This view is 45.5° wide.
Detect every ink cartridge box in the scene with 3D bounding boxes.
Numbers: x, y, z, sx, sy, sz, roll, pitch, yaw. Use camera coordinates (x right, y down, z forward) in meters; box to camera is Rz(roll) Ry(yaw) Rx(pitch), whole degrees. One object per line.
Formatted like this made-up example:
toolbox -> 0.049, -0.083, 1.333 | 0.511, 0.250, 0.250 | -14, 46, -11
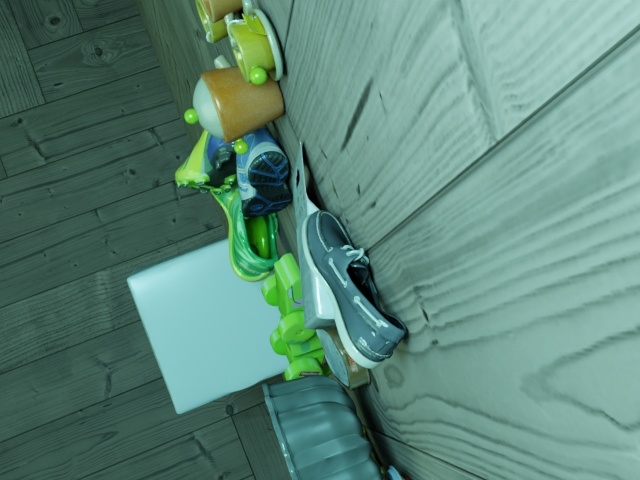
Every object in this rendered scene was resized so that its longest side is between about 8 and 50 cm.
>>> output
ink cartridge box -> 0.000, 0.000, 1.013 | 0.181, 0.056, 0.224 | 120, 147, -78

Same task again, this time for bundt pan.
bundt pan -> 0.025, 0.353, 1.177 | 0.331, 0.124, 0.330 | 160, 90, -85

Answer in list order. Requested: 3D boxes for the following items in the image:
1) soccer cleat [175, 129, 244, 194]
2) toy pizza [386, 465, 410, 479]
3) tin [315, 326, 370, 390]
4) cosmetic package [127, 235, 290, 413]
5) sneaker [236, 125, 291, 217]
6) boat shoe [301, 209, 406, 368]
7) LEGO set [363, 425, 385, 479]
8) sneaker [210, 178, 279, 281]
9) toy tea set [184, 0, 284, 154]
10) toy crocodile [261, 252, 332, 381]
soccer cleat -> -0.182, -0.159, 1.352 | 0.289, 0.093, 0.121 | -22, 64, 60
toy pizza -> 0.144, 0.414, 1.079 | 0.201, 0.032, 0.201 | 161, 90, -83
tin -> 0.031, 0.172, 1.191 | 0.190, 0.040, 0.106 | -176, 70, -79
cosmetic package -> -0.249, 0.171, 1.845 | 0.394, 0.329, 0.327 | -177, 67, -79
sneaker -> -0.089, -0.103, 1.173 | 0.211, 0.080, 0.081 | 111, 145, -61
boat shoe -> 0.040, 0.039, 0.849 | 0.065, 0.075, 0.206 | -45, 50, 32
LEGO set -> 0.035, 0.392, 1.415 | 0.287, 0.107, 0.132 | -125, 17, -54
sneaker -> -0.136, -0.071, 1.471 | 0.123, 0.109, 0.295 | -24, 81, 52
toy tea set -> -0.154, -0.276, 0.980 | 0.200, 0.124, 0.336 | 87, 160, -61
toy crocodile -> -0.032, 0.154, 1.347 | 0.340, 0.105, 0.115 | 85, 162, -44
